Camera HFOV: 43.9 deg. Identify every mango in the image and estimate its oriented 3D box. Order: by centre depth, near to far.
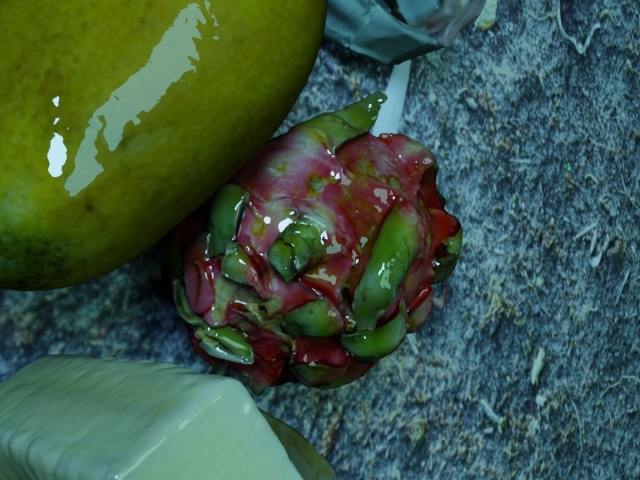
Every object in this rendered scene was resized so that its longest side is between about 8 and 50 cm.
[{"bbox_3d":[-0.138,-0.122,0.565,0.221,0.264,0.378,48,48,-31],"label":"mango"}]

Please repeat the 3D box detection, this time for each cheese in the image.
[{"bbox_3d":[-0.114,0.201,0.555,0.124,0.265,0.242,-39,112,-37],"label":"cheese"}]

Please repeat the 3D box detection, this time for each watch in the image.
[{"bbox_3d":[0.040,-0.327,0.846,0.241,0.162,0.253,-5,88,-36],"label":"watch"}]

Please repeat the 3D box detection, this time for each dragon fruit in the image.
[{"bbox_3d":[0.002,0.012,0.717,0.303,0.231,0.237,-8,79,-54],"label":"dragon fruit"}]

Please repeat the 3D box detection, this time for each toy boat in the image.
[{"bbox_3d":[-0.057,0.206,0.744,0.206,0.072,0.064,50,38,-40],"label":"toy boat"}]
